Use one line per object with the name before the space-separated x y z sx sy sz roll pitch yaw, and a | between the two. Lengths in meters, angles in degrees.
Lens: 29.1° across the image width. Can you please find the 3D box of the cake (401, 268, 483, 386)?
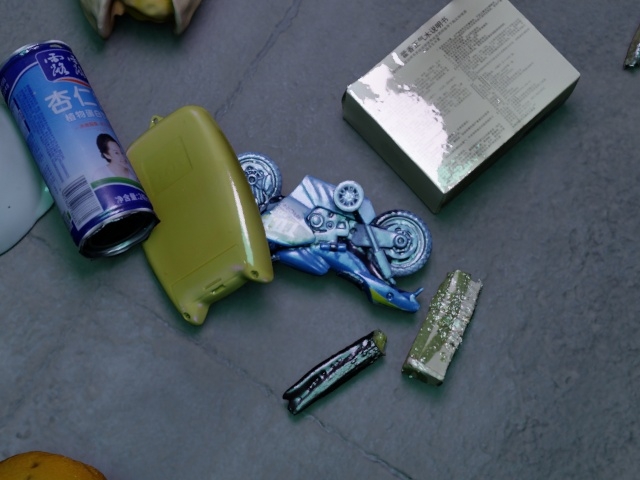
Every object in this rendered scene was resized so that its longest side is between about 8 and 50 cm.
cake | 0.136 0.099 1.370 0.051 0.055 0.140 26 61 6

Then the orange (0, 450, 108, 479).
orange | -0.287 0.312 1.232 0.206 0.206 0.206 0 78 -1

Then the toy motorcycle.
toy motorcycle | 0.000 0.000 1.356 0.254 0.092 0.136 21 84 -2

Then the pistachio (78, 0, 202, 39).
pistachio | -0.198 -0.379 1.384 0.187 0.187 0.299 -1 82 -2

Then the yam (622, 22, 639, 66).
yam | 0.387 -0.257 1.453 0.027 0.033 0.129 27 82 -23

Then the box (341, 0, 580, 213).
box | 0.155 -0.165 1.391 0.212 0.095 0.168 -40 83 -10

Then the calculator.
calculator | -0.144 -0.035 1.350 0.157 0.033 0.236 -33 71 29

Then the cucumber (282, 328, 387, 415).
cucumber | 0.017 0.142 1.354 0.135 0.034 0.033 -32 95 -3

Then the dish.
dish | -0.408 -0.091 1.372 0.224 0.078 0.246 -5 78 -1

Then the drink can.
drink can | -0.268 -0.100 1.354 0.097 0.097 0.235 -28 72 -7
